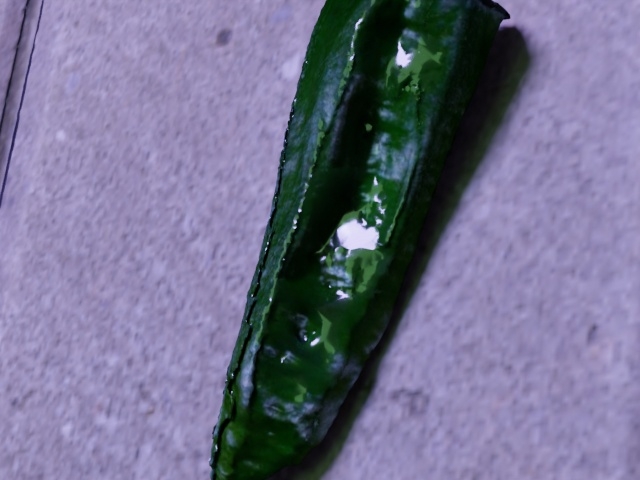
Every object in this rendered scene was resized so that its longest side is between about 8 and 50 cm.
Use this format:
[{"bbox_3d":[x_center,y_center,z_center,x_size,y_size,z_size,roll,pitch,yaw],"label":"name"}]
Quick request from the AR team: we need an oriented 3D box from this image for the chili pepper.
[{"bbox_3d":[0.000,0.000,0.779,0.088,0.059,0.227,20,89,56],"label":"chili pepper"}]
